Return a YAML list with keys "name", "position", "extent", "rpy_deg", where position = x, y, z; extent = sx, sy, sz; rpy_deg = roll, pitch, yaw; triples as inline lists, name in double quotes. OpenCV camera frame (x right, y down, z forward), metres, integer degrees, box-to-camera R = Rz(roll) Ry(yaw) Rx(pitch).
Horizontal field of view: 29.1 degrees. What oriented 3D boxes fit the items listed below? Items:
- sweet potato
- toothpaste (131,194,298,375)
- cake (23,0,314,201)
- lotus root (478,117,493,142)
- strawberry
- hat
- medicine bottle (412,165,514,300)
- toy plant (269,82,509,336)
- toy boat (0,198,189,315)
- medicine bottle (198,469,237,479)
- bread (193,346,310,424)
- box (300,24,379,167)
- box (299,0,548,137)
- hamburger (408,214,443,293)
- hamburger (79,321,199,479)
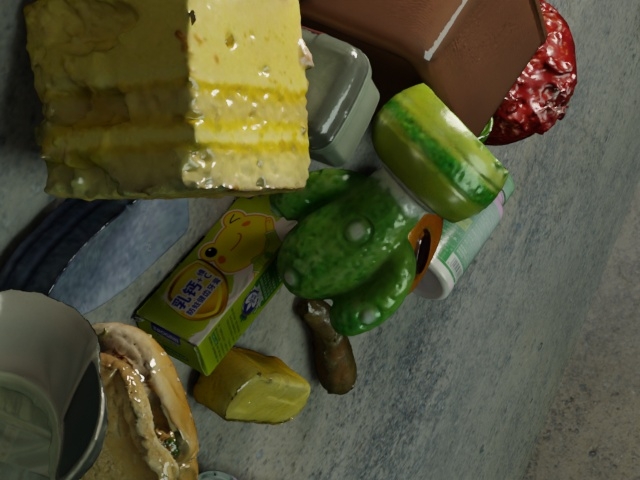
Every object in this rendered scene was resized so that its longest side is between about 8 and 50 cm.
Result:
- name: "sweet potato"
  position: [0.015, 0.173, 2.078]
  extent: [0.075, 0.075, 0.273]
  rpy_deg: [-52, 148, -27]
- name: "toothpaste"
  position: [-0.107, 0.028, 1.680]
  extent: [0.327, 0.110, 0.077]
  rpy_deg: [-51, 152, -27]
- name: "cake"
  position: [-0.155, -0.185, 1.260]
  extent: [0.227, 0.222, 0.286]
  rpy_deg: [-4, 92, -61]
- name: "lotus root"
  position: [0.175, -0.182, 2.002]
  extent: [0.186, 0.186, 0.186]
  rpy_deg: [-43, 146, -39]
- name: "strawberry"
  position: [0.307, -0.288, 2.093]
  extent: [0.220, 0.274, 0.274]
  rpy_deg: [15, 101, -26]
- name: "hat"
  position: [-0.340, 0.186, 1.302]
  extent: [0.161, 0.232, 0.275]
  rpy_deg: [-120, -128, -85]
- name: "medicine bottle"
  position: [0.248, -0.029, 2.269]
  extent: [0.274, 0.133, 0.133]
  rpy_deg: [-51, 150, -26]
- name: "toy plant"
  position: [0.071, -0.041, 1.589]
  extent: [0.316, 0.224, 0.184]
  rpy_deg: [-45, 178, 9]
- name: "toy boat"
  position: [-0.259, 0.005, 1.417]
  extent: [0.283, 0.078, 0.127]
  rpy_deg: [-43, 149, -41]
- name: "medicine bottle"
  position: [-0.099, 0.463, 2.074]
  extent: [0.108, 0.108, 0.426]
  rpy_deg: [-63, 155, -7]
- name: "bread"
  position: [-0.105, 0.225, 1.874]
  extent: [0.102, 0.094, 0.245]
  rpy_deg: [-58, 154, 5]
- name: "box"
  position: [-0.041, -0.185, 1.514]
  extent: [0.148, 0.210, 0.129]
  rpy_deg: [-63, 157, -8]
- name: "box"
  position: [0.143, -0.305, 1.733]
  extent: [0.229, 0.239, 0.339]
  rpy_deg: [-58, 153, -10]
- name: "hamburger"
  position: [0.110, -0.009, 2.015]
  extent: [0.237, 0.147, 0.237]
  rpy_deg: [-49, 150, -41]
- name: "hamburger"
  position: [-0.253, 0.234, 1.434]
  extent: [0.146, 0.243, 0.286]
  rpy_deg: [-26, 139, -57]
